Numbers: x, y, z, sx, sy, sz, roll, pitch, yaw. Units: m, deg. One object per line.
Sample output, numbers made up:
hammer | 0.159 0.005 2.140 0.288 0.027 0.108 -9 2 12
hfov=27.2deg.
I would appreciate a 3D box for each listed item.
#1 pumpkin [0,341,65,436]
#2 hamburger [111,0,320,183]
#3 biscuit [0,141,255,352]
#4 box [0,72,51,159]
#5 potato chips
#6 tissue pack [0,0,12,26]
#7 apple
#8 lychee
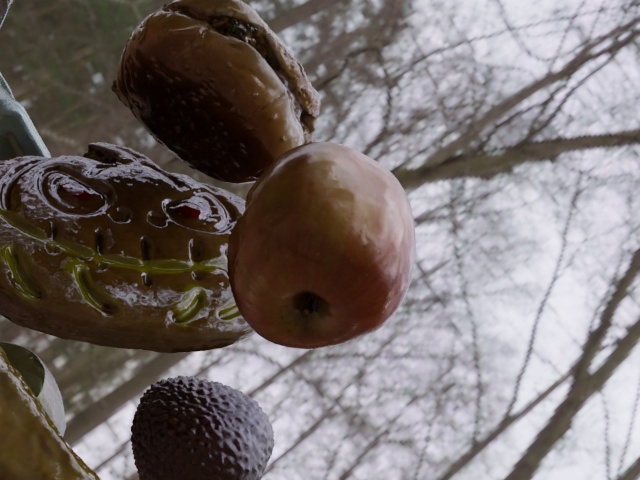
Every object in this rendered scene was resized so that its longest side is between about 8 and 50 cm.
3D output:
pumpkin | -0.424 0.191 1.696 0.217 0.217 0.110 37 -58 25
hamburger | -0.127 -0.182 1.573 0.286 0.146 0.243 25 -29 34
biscuit | -0.236 -0.010 1.570 0.350 0.394 0.070 -109 -149 -45
box | -0.503 -0.089 1.704 0.182 0.312 0.175 32 -28 51
potato chips | -0.174 0.086 0.735 0.407 0.080 0.057 49 -26 21
tissue pack | -0.425 -0.312 1.629 0.065 0.115 0.155 27 -6 -32
apple | 0.000 0.000 1.238 0.199 0.199 0.199 29 -44 32
lychee | -0.152 0.266 1.700 0.194 0.194 0.194 29 -44 32
